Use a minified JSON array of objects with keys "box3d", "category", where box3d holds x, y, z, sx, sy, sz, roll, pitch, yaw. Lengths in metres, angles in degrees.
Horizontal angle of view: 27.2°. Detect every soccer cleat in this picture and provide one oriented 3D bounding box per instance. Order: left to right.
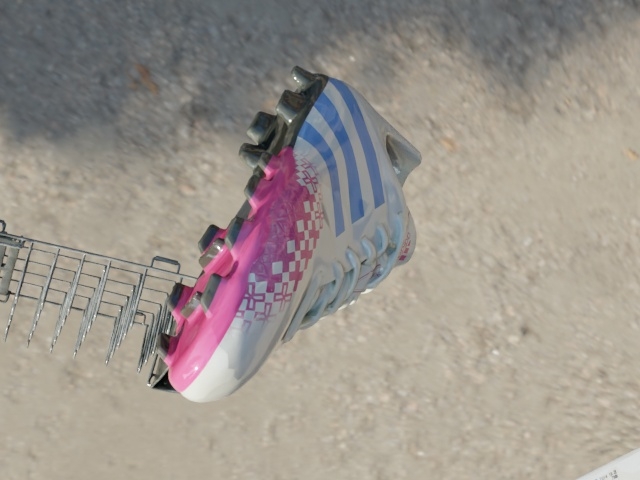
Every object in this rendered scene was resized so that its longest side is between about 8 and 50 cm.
[{"box3d":[0.000,0.000,0.898,0.143,0.331,0.116,33,128,-11],"category":"soccer cleat"}]

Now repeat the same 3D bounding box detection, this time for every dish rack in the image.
[{"box3d":[-0.221,0.059,1.190,0.271,0.208,0.074,15,68,-12],"category":"dish rack"}]

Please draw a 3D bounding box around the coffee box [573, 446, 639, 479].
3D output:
[{"box3d":[0.356,0.256,1.311,0.141,0.246,0.098,-35,66,33],"category":"coffee box"}]
